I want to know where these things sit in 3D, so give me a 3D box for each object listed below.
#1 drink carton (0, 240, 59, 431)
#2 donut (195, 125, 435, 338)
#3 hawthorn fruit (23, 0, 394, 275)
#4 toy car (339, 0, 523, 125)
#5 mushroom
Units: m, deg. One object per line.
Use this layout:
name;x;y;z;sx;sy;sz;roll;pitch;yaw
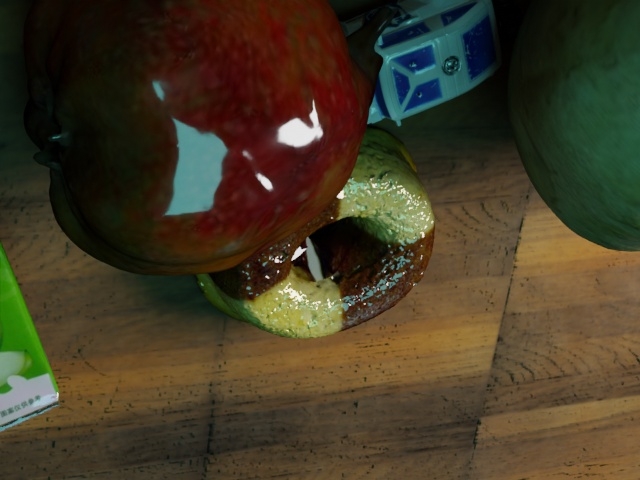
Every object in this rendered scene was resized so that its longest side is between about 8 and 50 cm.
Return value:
drink carton;-0.287;0.015;0.994;0.161;0.108;0.271;-23;126;-14
donut;0.000;0.000;1.143;0.184;0.073;0.166;-13;122;-19
hawthorn fruit;-0.058;-0.091;0.973;0.248;0.208;0.208;-18;126;-18
toy car;0.060;-0.129;1.088;0.170;0.070;0.080;-22;126;-10
mushroom;0.285;-0.132;1.037;0.260;0.352;0.352;42;100;7
